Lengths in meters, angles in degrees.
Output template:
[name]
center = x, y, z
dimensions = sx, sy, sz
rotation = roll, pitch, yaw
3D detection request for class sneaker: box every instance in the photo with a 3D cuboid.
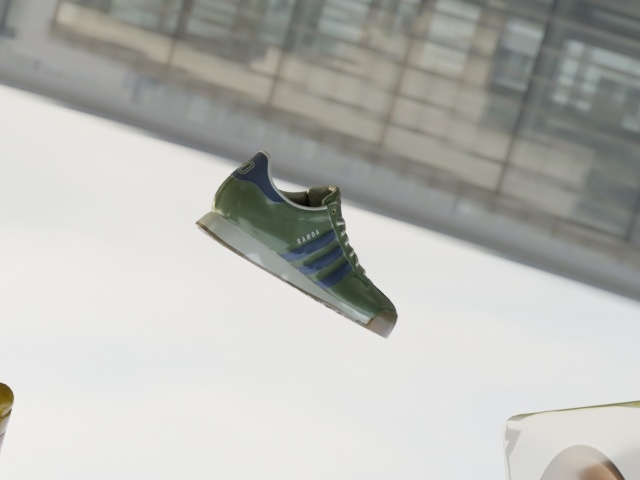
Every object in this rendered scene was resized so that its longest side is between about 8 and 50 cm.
[sneaker]
center = 0.000, 0.000, 1.524
dimensions = 0.192, 0.086, 0.064
rotation = 31, 178, -26

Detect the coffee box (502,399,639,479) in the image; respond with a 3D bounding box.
[coffee box]
center = 0.307, 0.217, 0.843
dimensions = 0.338, 0.334, 0.337
rotation = -3, 174, -19

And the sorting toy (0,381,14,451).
[sorting toy]
center = -0.224, 0.253, 1.554
dimensions = 0.127, 0.126, 0.365
rotation = -21, -103, -49
